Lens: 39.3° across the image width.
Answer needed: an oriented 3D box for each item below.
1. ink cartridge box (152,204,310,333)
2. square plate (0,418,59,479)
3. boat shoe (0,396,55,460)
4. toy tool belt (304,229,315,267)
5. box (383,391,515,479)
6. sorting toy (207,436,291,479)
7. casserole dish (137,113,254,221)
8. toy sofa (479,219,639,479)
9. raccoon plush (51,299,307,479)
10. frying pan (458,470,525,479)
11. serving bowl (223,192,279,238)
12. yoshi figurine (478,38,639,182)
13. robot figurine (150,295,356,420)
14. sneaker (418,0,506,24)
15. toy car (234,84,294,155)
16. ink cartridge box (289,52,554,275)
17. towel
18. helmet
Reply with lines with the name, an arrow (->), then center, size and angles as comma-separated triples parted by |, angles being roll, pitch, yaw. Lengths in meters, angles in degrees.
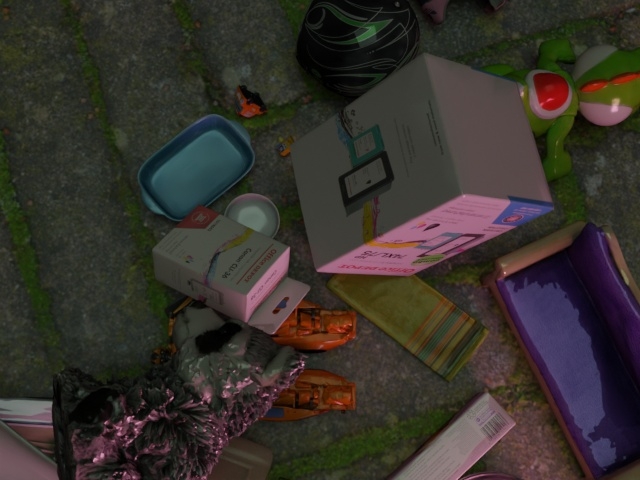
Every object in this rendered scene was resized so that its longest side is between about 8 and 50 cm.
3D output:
ink cartridge box -> -0.122, 0.039, 1.260 | 0.198, 0.067, 0.115 | 24, 48, 17
square plate -> -0.507, 0.359, 1.155 | 0.344, 0.049, 0.347 | 43, 91, -11
boat shoe -> -0.465, 0.257, 1.214 | 0.303, 0.109, 0.094 | 3, 80, -7
toy tool belt -> 0.000, 0.000, 1.334 | 0.051, 0.052, 0.083 | -19, 79, -17
box -> 0.135, 0.341, 1.264 | 0.324, 0.063, 0.067 | -41, 82, -11
sorting toy -> -0.182, 0.349, 1.235 | 0.348, 0.047, 0.195 | 21, 85, -4
casserole dish -> -0.186, -0.106, 1.349 | 0.188, 0.037, 0.114 | -41, 84, -11
toy sofa -> 0.384, 0.163, 1.266 | 0.150, 0.177, 0.362 | -24, 82, -10
raccoon plush -> -0.166, 0.303, 1.122 | 0.299, 0.216, 0.446 | -5, 101, -23
frying pan -> 0.210, 0.480, 1.247 | 0.197, 0.053, 0.326 | 29, 79, 2
serving bowl -> -0.103, -0.028, 1.343 | 0.083, 0.027, 0.083 | 1, 78, -5
yoshi figurine -> 0.355, -0.212, 1.374 | 0.362, 0.203, 0.203 | -11, 38, 7
robot figurine -> -0.095, 0.165, 1.273 | 0.291, 0.085, 0.211 | 1, 77, -4
sneaker -> 0.295, -0.438, 1.437 | 0.319, 0.112, 0.131 | -17, 97, -5
toy car -> -0.092, -0.178, 1.364 | 0.040, 0.060, 0.122 | -40, 75, 21
ink cartridge box -> 0.128, -0.087, 1.213 | 0.198, 0.270, 0.197 | 4, 66, -42
towel -> 0.130, 0.101, 1.338 | 0.237, 0.021, 0.102 | 37, 77, 4
helmet -> 0.063, -0.296, 1.347 | 0.162, 0.169, 0.169 | 27, 77, 18
